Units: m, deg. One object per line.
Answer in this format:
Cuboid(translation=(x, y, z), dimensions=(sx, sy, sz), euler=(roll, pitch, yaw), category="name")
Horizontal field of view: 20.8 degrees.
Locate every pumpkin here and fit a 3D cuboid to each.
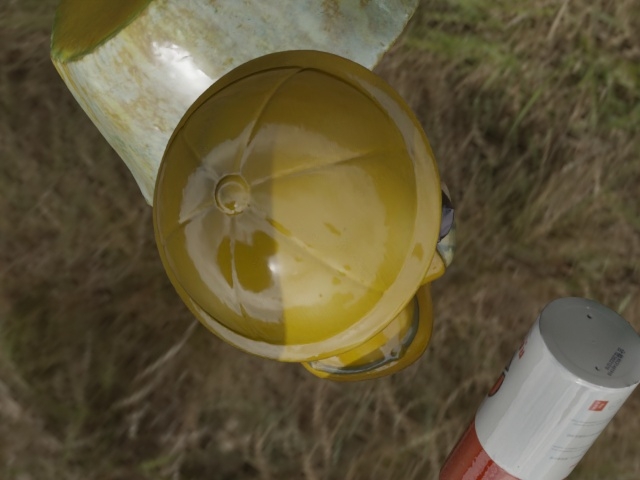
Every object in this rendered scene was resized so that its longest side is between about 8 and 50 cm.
Cuboid(translation=(-0.093, -0.207, 1.504), dimensions=(0.332, 0.332, 0.199), euler=(-34, 113, 27), category="pumpkin")

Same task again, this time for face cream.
Cuboid(translation=(0.181, 0.151, 1.454), dimensions=(0.096, 0.096, 0.214), euler=(30, 131, 4), category="face cream")

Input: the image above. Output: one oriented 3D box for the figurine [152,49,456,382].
Cuboid(translation=(0.000, 0.004, 1.100), dimensions=(0.192, 0.167, 0.257), euler=(-14, 143, 17), category="figurine")
